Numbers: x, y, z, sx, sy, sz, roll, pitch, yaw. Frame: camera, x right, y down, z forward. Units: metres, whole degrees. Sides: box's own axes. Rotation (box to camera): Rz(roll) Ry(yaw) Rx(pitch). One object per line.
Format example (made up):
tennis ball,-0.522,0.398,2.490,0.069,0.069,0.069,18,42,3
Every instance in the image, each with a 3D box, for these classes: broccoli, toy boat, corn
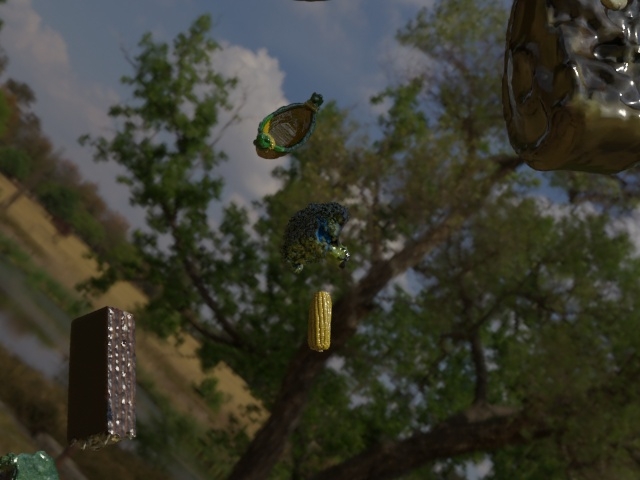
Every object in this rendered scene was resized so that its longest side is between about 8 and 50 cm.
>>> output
broccoli,0.000,0.000,2.060,0.160,0.167,0.154,37,-16,-11
toy boat,-0.068,-0.213,1.864,0.089,0.229,0.088,42,-46,2
corn,-0.001,0.122,1.469,0.037,0.092,0.037,4,1,0

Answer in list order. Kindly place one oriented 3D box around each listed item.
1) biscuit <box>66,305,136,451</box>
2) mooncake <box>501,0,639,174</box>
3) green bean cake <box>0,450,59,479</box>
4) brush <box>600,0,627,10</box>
biscuit,-0.382,0.244,1.699,0.070,0.106,0.252,29,47,-48
mooncake,0.472,-0.313,1.725,0.246,0.393,0.394,6,26,-12
green bean cake,-0.496,0.444,1.530,0.193,0.107,0.208,13,55,-58
brush,0.386,-0.472,1.465,0.020,0.085,0.337,123,-42,-51
